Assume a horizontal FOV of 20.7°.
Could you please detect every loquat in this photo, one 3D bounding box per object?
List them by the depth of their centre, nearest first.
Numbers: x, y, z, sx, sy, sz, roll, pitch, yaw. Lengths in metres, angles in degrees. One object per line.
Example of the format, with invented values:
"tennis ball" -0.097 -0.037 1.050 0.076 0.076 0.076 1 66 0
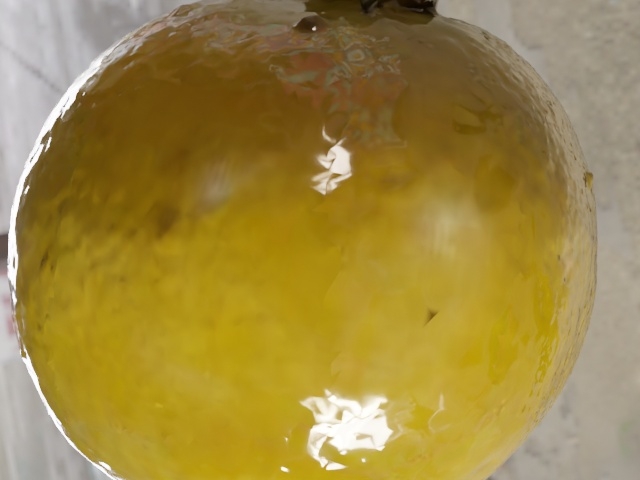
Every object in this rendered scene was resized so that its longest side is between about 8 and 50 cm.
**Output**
"loquat" 0.000 0.000 0.798 0.275 0.275 0.275 170 90 -72
